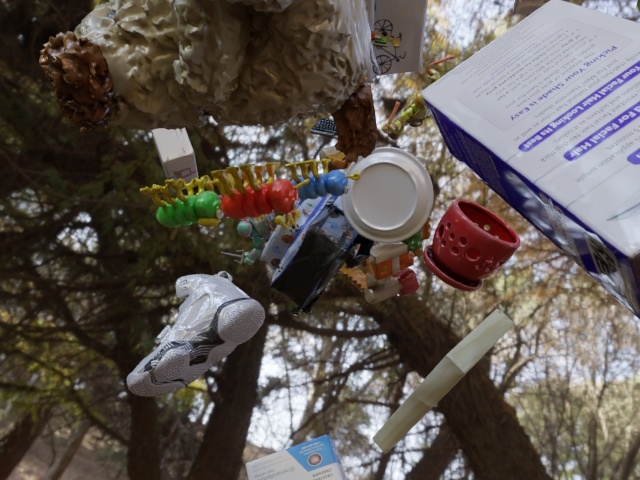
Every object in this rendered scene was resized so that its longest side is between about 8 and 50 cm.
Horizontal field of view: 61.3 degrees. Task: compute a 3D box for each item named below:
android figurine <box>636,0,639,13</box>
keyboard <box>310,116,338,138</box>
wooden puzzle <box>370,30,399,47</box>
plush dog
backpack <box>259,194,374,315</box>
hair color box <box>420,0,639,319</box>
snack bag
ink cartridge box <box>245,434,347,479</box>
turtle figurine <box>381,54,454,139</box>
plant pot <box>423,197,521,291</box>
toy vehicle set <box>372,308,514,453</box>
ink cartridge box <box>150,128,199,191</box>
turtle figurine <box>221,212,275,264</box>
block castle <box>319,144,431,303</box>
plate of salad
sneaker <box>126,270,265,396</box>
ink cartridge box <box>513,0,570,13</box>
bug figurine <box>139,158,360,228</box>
[{"bbox_3d":[0.602,-0.283,0.832,0.248,0.272,0.056,-14,-19,14],"label":"android figurine"},{"bbox_3d":[0.069,-0.334,1.587,0.180,0.108,0.023,17,-43,27],"label":"keyboard"},{"bbox_3d":[0.160,-0.561,1.495,0.116,0.078,0.014,4,-40,-2],"label":"wooden puzzle"},{"bbox_3d":[-0.080,-0.151,0.418,0.226,0.262,0.210,-5,-59,15],"label":"plush dog"},{"bbox_3d":[0.000,0.000,1.284,0.213,0.263,0.276,44,-48,3],"label":"backpack"},{"bbox_3d":[0.256,-0.099,0.504,0.185,0.338,0.110,-35,-55,7],"label":"hair color box"},{"bbox_3d":[0.147,-0.593,1.542,0.343,0.037,0.323,-8,-42,-5],"label":"snack bag"},{"bbox_3d":[-0.019,0.439,0.864,0.148,0.203,0.086,-20,-30,-2],"label":"ink cartridge box"},{"bbox_3d":[0.253,-0.349,1.415,0.087,0.269,0.217,39,-10,1],"label":"turtle figurine"},{"bbox_3d":[0.364,0.018,1.328,0.191,0.191,0.174,26,-62,-5],"label":"plant pot"},{"bbox_3d":[0.196,0.234,0.885,0.035,0.166,0.266,45,-46,20],"label":"toy vehicle set"},{"bbox_3d":[-0.238,-0.146,0.880,0.052,0.088,0.122,-20,-13,-15],"label":"ink cartridge box"},{"bbox_3d":[-0.179,-0.027,1.422,0.118,0.175,0.234,-14,-5,24],"label":"turtle figurine"},{"bbox_3d":[0.167,-0.068,1.599,0.303,0.213,0.453,39,-38,53],"label":"block castle"},{"bbox_3d":[0.138,-0.094,1.126,0.200,0.048,0.199,4,-80,23],"label":"plate of salad"},{"bbox_3d":[-0.336,0.223,1.365,0.210,0.366,0.137,46,-17,39],"label":"sneaker"},{"bbox_3d":[0.499,-0.541,1.218,0.115,0.029,0.063,3,-11,10],"label":"ink cartridge box"},{"bbox_3d":[-0.079,-0.056,0.678,0.216,0.279,0.072,-7,-82,21],"label":"bug figurine"}]
